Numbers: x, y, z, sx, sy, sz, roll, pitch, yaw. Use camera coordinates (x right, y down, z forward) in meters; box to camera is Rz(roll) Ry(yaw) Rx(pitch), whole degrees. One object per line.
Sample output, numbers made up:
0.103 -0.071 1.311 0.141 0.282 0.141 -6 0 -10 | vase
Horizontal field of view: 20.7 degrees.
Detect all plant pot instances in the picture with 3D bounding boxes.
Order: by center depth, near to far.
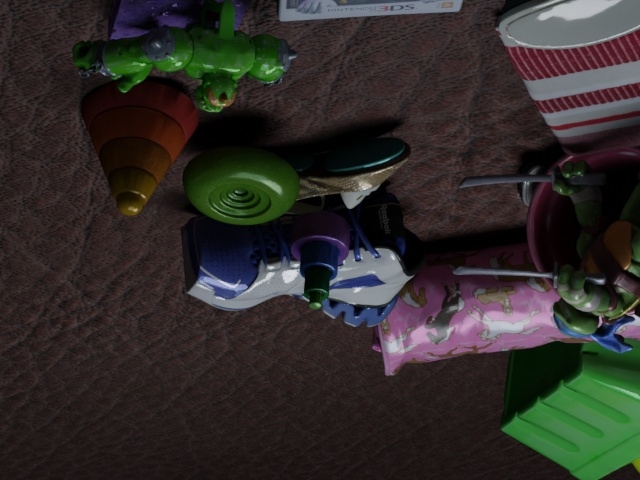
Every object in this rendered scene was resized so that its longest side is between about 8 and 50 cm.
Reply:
0.364 -0.013 2.043 0.201 0.201 0.180 -16 173 26 | plant pot

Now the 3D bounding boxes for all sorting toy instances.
-0.104 -0.027 1.836 0.127 0.126 0.365 -25 138 36 | sorting toy

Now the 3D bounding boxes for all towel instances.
0.329 -0.178 1.796 0.237 0.037 0.329 -10 157 18 | towel

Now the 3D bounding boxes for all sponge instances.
-0.117 -0.228 1.544 0.117 0.031 0.210 1 159 -14 | sponge

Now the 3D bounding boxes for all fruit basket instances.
0.485 0.222 2.534 0.392 0.283 0.392 8 155 4 | fruit basket

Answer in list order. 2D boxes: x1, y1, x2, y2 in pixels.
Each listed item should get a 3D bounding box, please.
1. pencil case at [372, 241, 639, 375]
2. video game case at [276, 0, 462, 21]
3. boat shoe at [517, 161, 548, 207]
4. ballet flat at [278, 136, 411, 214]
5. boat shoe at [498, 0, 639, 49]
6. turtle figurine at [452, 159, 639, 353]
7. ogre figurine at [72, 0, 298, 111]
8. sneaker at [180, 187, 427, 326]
0.251 0.079 2.286 0.386 0.160 0.167 -7 117 4 | pencil case
0.051 -0.250 1.546 0.173 0.022 0.190 -4 159 -5 | video game case
0.251 -0.065 2.065 0.046 0.038 0.125 -45 154 1 | boat shoe
0.008 -0.066 1.941 0.206 0.073 0.067 -7 120 21 | ballet flat
0.275 -0.242 1.547 0.254 0.079 0.095 -19 153 26 | boat shoe
0.290 -0.026 1.851 0.266 0.275 0.198 -47 172 26 | turtle figurine
-0.109 -0.163 1.553 0.197 0.097 0.118 23 168 -25 | ogre figurine
0.001 0.000 2.080 0.315 0.127 0.182 10 145 -33 | sneaker
